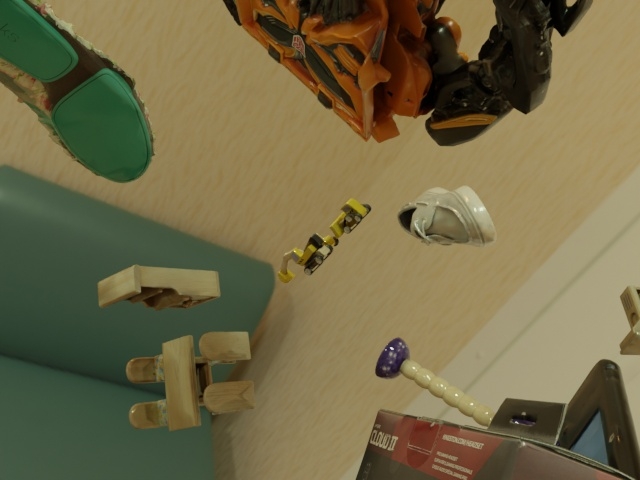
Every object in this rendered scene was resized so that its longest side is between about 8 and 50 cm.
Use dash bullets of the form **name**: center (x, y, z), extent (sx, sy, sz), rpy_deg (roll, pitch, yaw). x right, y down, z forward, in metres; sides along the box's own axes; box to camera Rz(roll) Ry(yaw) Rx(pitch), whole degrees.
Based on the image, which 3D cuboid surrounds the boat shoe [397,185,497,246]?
- **boat shoe**: center (0.123, -0.021, 0.720), extent (0.066, 0.063, 0.184), rpy_deg (63, -4, -16)

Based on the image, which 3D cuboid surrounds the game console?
- **game console**: center (0.310, 0.372, 0.896), extent (0.060, 0.341, 0.386), rpy_deg (21, 24, 8)

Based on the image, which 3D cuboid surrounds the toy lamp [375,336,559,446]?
- **toy lamp**: center (0.207, 0.235, 0.998), extent (0.275, 0.080, 0.080), rpy_deg (27, 18, 30)

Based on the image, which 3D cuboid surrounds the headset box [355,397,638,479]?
- **headset box**: center (0.073, 0.227, 0.386), extent (0.110, 0.293, 0.218), rpy_deg (23, -15, -8)

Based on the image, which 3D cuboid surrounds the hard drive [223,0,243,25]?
- **hard drive**: center (-0.044, -0.359, 0.566), extent (0.339, 0.237, 0.064), rpy_deg (56, 32, -43)

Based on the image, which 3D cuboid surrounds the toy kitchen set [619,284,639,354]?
- **toy kitchen set**: center (0.260, 0.053, 0.541), extent (0.068, 0.083, 0.075), rpy_deg (2, 52, -5)

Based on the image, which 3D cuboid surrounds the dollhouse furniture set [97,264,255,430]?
- **dollhouse furniture set**: center (-0.241, 0.172, 1.081), extent (0.161, 0.212, 0.241), rpy_deg (8, 68, -46)

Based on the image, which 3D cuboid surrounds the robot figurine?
- **robot figurine**: center (0.022, -0.160, 0.284), extent (0.085, 0.291, 0.211), rpy_deg (-35, 67, -23)

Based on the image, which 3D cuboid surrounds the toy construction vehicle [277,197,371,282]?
- **toy construction vehicle**: center (0.000, 0.000, 0.734), extent (0.035, 0.098, 0.086), rpy_deg (43, 49, 0)

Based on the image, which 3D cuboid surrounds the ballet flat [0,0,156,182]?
- **ballet flat**: center (-0.212, -0.141, 0.556), extent (0.077, 0.091, 0.241), rpy_deg (55, -2, 36)
